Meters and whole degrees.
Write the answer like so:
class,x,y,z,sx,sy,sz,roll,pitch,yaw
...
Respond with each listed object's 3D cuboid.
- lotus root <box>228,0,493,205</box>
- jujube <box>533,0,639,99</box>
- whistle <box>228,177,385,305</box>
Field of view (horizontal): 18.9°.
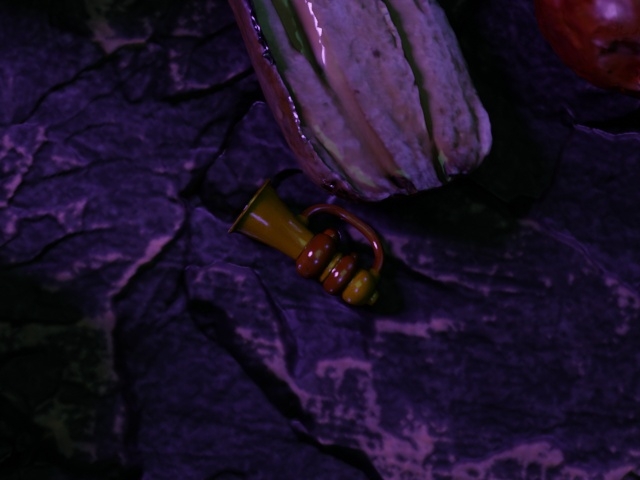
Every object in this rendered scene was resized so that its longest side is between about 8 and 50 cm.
class,x,y,z,sx,sy,sz,roll,pitch,yaw
lotus root,-0.007,-0.166,1.321,0.167,0.078,0.329,-9,71,-36
jujube,0.240,-0.227,1.315,0.197,0.197,0.290,22,55,-2
whistle,-0.004,0.002,1.290,0.109,0.057,0.046,34,115,-7
